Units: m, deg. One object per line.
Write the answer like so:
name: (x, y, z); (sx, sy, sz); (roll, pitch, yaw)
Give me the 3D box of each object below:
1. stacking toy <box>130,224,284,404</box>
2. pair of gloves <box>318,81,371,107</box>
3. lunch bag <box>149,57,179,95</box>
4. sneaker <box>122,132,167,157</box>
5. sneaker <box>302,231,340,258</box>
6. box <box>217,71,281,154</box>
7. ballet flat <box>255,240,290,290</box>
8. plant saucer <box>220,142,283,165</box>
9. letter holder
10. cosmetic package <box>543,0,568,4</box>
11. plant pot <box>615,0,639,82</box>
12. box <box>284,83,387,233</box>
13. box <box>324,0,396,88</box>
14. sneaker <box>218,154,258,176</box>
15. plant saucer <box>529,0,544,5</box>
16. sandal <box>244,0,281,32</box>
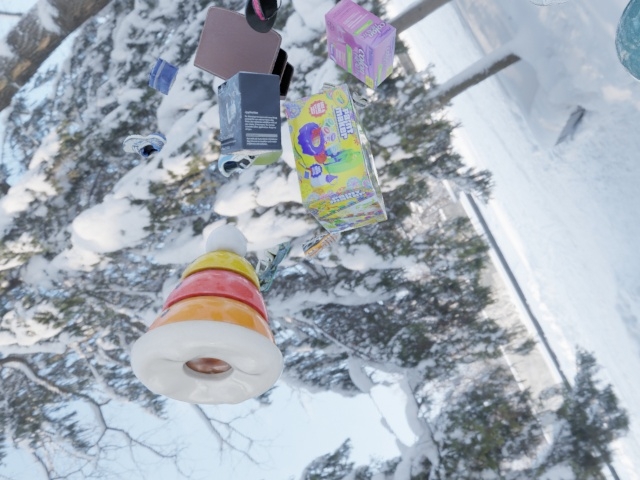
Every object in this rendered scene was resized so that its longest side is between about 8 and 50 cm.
stacking toy: (-0.270, 0.151, 1.217); (0.350, 0.350, 0.480); (47, -153, -39)
pair of gloves: (0.106, -0.653, 2.122); (0.240, 0.042, 0.204); (17, -177, -10)
lunch bag: (-0.442, -0.458, 1.290); (0.065, 0.098, 0.067); (27, -110, -19)
sneaker: (-0.494, -0.259, 1.278); (0.052, 0.135, 0.058); (56, -146, -54)
sneaker: (0.000, 0.000, 2.271); (0.083, 0.215, 0.084); (56, 179, 36)
box: (-0.158, -0.271, 1.015); (0.093, 0.156, 0.158); (-5, -82, -28)
ballet flat: (-0.152, 0.063, 1.406); (0.070, 0.070, 0.188); (50, -133, -32)
plant saucer: (-0.257, -0.376, 1.755); (0.241, 0.037, 0.241); (9, -134, -10)
letter holder: (-0.243, -0.632, 1.553); (0.302, 0.214, 0.152); (30, -156, 17)
cosmetic package: (0.718, -0.712, 1.218); (0.099, 0.239, 0.060); (-20, -85, -32)
plant pot: (0.859, -0.491, 1.057); (0.290, 0.290, 0.195); (60, -149, -7)
box: (0.049, -0.207, 1.258); (0.279, 0.177, 0.290); (44, -147, -68)
box: (0.146, -0.725, 1.710); (0.243, 0.117, 0.213); (41, 168, 18)
sneaker: (-0.228, -0.280, 1.485); (0.085, 0.237, 0.086); (27, -138, -54)
plant saucer: (0.930, -1.020, 1.653); (0.100, 0.400, 0.400); (19, -142, -24)
sandal: (-0.099, -0.449, 0.853); (0.040, 0.067, 0.179); (63, 158, 14)
